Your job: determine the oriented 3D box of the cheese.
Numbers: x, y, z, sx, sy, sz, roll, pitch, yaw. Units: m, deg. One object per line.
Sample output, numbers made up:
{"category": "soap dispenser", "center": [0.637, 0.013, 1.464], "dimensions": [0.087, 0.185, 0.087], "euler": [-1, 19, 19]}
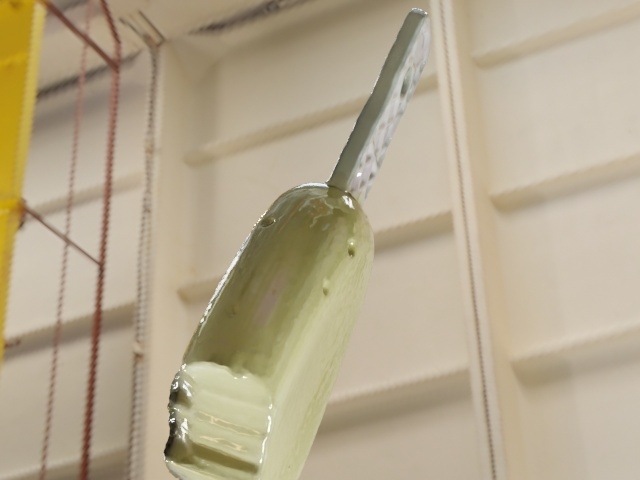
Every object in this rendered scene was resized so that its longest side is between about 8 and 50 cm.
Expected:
{"category": "cheese", "center": [0.000, 0.000, 0.591], "dimensions": [0.050, 0.127, 0.255], "euler": [18, -109, 16]}
